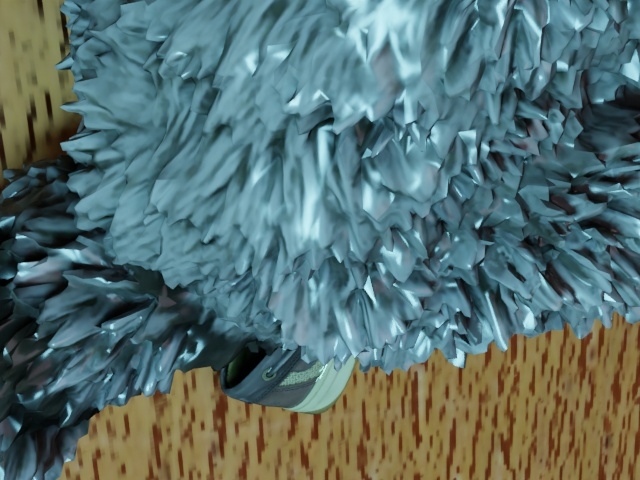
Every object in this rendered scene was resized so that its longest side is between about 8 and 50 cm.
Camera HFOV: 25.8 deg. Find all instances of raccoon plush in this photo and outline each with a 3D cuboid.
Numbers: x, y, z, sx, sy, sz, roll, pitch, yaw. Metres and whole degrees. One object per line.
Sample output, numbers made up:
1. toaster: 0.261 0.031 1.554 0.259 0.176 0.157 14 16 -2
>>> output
1. raccoon plush: -0.011 -0.061 0.340 0.446 0.216 0.299 -48 156 -7

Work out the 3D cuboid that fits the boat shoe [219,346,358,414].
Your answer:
1. boat shoe: 0.000 0.000 0.548 0.049 0.056 0.152 2 109 -41
